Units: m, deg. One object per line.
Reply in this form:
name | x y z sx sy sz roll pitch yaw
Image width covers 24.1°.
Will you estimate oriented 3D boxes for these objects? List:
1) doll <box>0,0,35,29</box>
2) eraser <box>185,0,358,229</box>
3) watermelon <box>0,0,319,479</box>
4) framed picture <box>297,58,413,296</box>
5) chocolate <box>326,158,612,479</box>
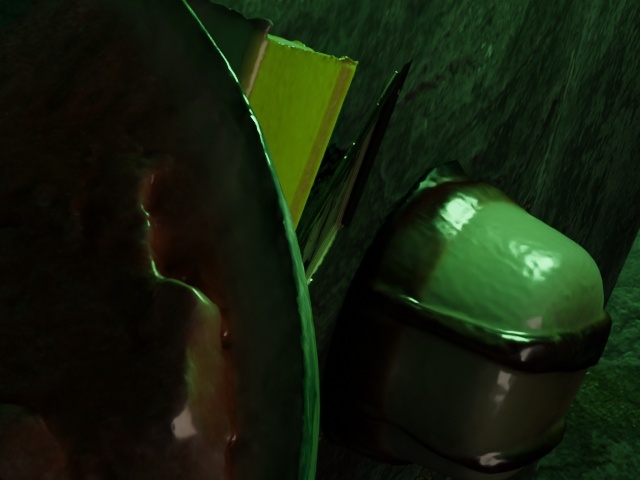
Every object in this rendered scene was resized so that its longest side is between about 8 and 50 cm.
doll | -0.085 -0.153 0.583 0.180 0.075 0.120 -52 159 -35
eraser | -0.065 -0.012 0.808 0.226 0.069 0.158 -69 165 8
watermelon | -0.102 0.111 0.562 0.319 0.222 0.292 -43 152 -25
framed picture | 0.000 0.000 0.989 0.199 0.010 0.195 -60 173 -39
chocolate | 0.142 0.090 1.301 0.283 0.186 0.284 -54 157 -35
